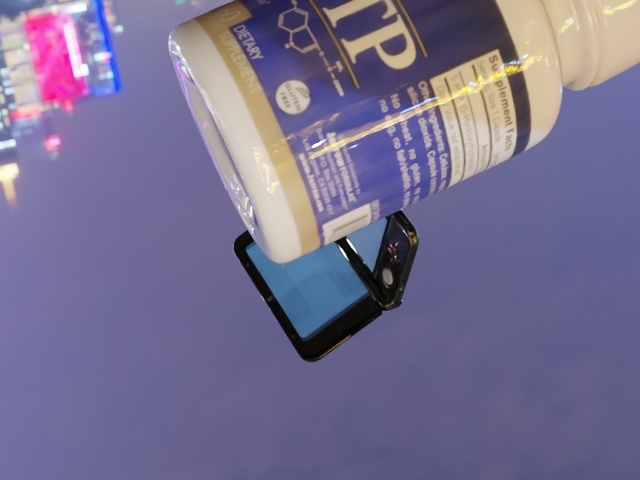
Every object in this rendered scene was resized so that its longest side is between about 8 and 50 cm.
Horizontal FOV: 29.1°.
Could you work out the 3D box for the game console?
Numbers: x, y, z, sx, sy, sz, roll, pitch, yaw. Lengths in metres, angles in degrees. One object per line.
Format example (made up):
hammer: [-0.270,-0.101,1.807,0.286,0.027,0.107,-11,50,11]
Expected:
game console: [0.000,0.000,0.842,0.071,0.107,0.122,-17,-127,-26]

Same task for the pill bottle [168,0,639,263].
pill bottle: [0.040,-0.077,0.534,0.186,0.112,0.112,-26,-164,-8]
